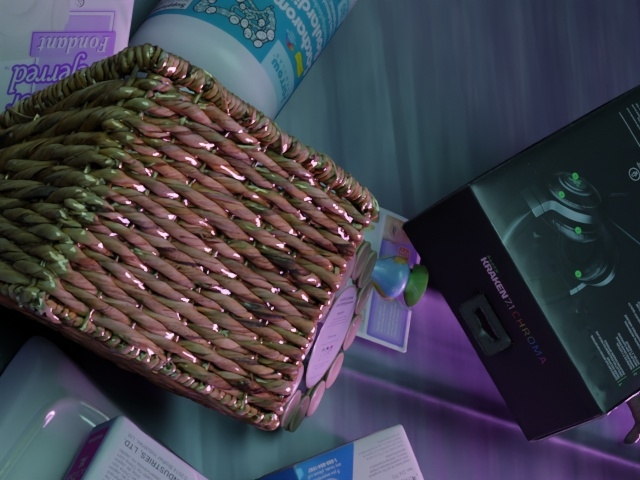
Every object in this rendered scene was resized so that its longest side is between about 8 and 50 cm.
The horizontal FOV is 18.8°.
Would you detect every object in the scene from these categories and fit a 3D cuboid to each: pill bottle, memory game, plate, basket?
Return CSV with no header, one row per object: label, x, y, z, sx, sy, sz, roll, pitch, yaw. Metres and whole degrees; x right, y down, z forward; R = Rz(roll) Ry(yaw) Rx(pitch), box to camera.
pill bottle,-0.080,-0.179,1.736,0.146,0.146,0.264,42,55,-15
memory game,0.005,0.084,1.693,0.012,0.186,0.186,24,54,15
plate,-0.193,0.256,1.566,0.278,0.045,0.277,43,54,-15
basket,-0.140,-0.013,1.552,0.299,0.213,0.223,31,80,-42

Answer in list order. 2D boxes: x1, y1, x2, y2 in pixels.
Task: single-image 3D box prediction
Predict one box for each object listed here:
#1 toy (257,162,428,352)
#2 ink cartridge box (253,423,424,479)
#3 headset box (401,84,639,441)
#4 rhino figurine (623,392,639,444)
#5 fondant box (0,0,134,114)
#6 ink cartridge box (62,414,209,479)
toy,0.000,0.000,1.783,0.237,0.056,0.137,24,61,-26
ink cartridge box,0.046,0.293,1.693,0.134,0.078,0.231,-16,83,-40
headset box,0.252,0.021,1.826,0.283,0.131,0.246,-31,89,-32
rhino figurine,0.339,0.120,1.963,0.106,0.073,0.243,6,71,-37
fondant box,-0.268,-0.214,1.540,0.238,0.096,0.330,-5,116,-36
ink cartridge box,-0.165,0.313,1.498,0.186,0.065,0.311,39,54,-18
